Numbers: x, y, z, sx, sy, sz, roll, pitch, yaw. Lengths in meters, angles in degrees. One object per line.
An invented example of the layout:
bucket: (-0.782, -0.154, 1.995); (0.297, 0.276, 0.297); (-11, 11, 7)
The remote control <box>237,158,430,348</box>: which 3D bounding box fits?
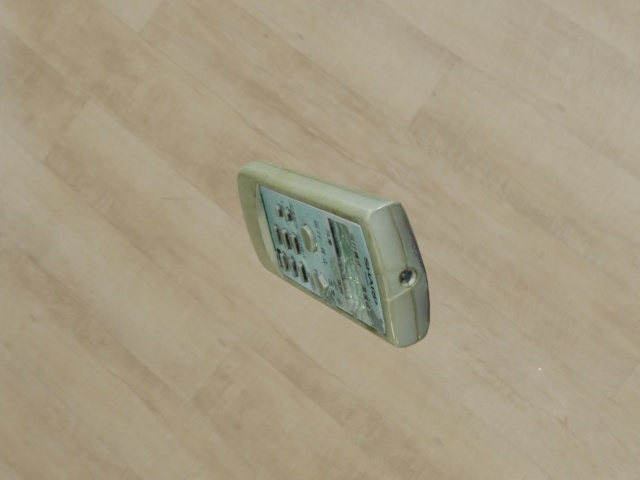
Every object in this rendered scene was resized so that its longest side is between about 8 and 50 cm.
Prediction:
remote control: (0.000, 0.000, 0.621); (0.038, 0.233, 0.098); (-23, 111, -22)
